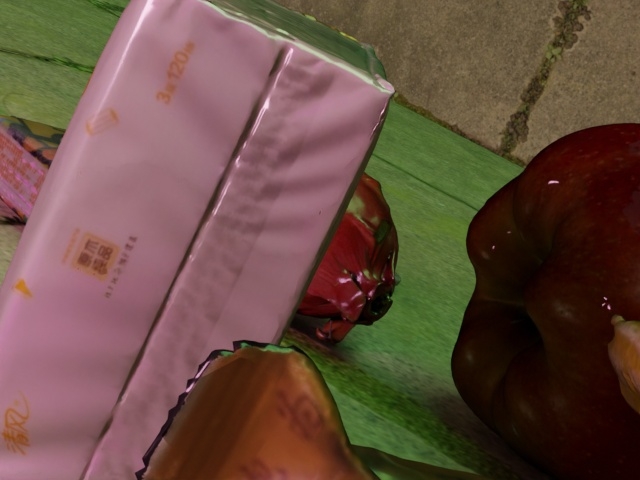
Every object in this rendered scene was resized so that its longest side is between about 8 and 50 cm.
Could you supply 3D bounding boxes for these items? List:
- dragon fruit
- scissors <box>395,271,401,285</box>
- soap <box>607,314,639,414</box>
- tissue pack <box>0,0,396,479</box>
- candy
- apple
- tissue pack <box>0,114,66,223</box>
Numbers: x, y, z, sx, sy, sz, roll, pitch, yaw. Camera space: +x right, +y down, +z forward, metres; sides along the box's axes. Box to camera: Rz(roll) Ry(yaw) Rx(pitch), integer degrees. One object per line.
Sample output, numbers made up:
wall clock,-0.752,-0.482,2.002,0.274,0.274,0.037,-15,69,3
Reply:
dragon fruit,0.000,0.000,0.926,0.133,0.136,0.166,7,33,-50
scissors,-0.001,0.017,1.105,0.110,0.021,0.212,27,11,20
soap,0.281,0.144,0.508,0.293,0.156,0.335,58,2,-7
tissue pack,-0.067,-0.005,0.581,0.124,0.225,0.185,24,12,-8
candy,0.044,0.126,0.438,0.271,0.143,0.101,20,9,-24
apple,0.260,0.061,0.850,0.316,0.288,0.288,13,15,-15
tissue pack,-0.166,-0.029,0.882,0.108,0.060,0.148,10,20,-48
